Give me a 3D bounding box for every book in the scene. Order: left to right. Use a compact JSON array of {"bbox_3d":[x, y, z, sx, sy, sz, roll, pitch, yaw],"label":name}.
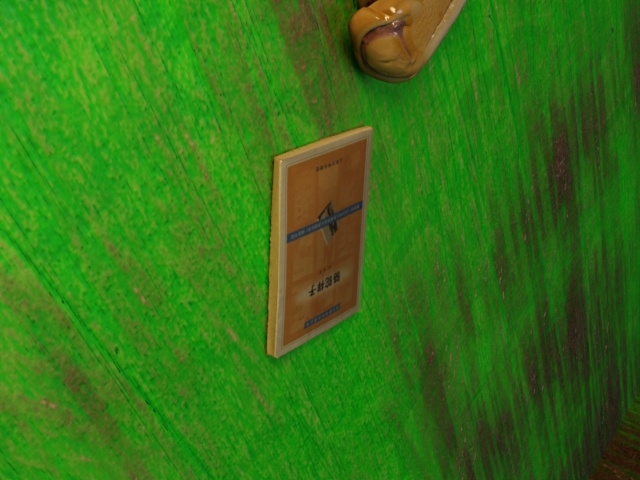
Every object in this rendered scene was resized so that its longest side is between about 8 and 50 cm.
[{"bbox_3d":[0.001,0.000,1.116,0.170,0.018,0.241,-25,126,-46],"label":"book"}]

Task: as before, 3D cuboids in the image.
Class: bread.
[{"bbox_3d":[0.108,-0.282,1.067,0.225,0.081,0.134,-58,149,-19],"label":"bread"}]
